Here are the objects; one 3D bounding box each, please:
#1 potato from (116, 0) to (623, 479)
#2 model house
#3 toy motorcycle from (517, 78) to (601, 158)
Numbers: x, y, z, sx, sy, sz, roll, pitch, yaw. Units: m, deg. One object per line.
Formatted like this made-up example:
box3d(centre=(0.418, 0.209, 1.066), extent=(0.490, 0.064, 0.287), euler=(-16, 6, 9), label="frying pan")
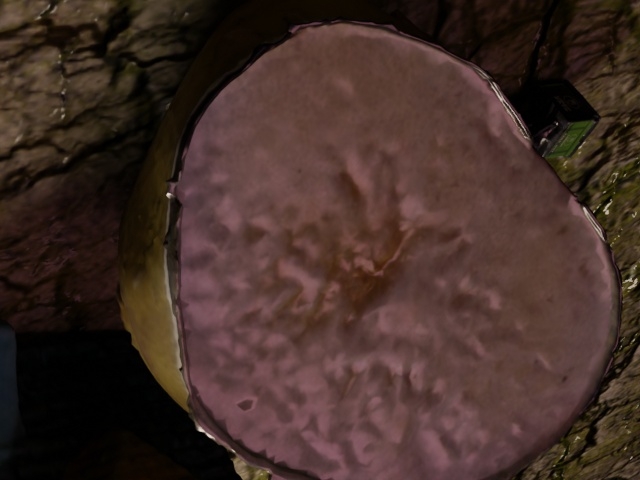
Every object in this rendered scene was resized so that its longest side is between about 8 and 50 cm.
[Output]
box3d(centre=(0.000, 0.000, 0.873), extent=(0.246, 0.196, 0.299), euler=(-49, 122, -8), label="potato")
box3d(centre=(-0.134, 0.163, 0.961), extent=(0.226, 0.241, 0.261), euler=(1, -177, 39), label="model house")
box3d(centre=(0.104, -0.029, 1.048), extent=(0.100, 0.058, 0.173), euler=(-10, 144, -44), label="toy motorcycle")
